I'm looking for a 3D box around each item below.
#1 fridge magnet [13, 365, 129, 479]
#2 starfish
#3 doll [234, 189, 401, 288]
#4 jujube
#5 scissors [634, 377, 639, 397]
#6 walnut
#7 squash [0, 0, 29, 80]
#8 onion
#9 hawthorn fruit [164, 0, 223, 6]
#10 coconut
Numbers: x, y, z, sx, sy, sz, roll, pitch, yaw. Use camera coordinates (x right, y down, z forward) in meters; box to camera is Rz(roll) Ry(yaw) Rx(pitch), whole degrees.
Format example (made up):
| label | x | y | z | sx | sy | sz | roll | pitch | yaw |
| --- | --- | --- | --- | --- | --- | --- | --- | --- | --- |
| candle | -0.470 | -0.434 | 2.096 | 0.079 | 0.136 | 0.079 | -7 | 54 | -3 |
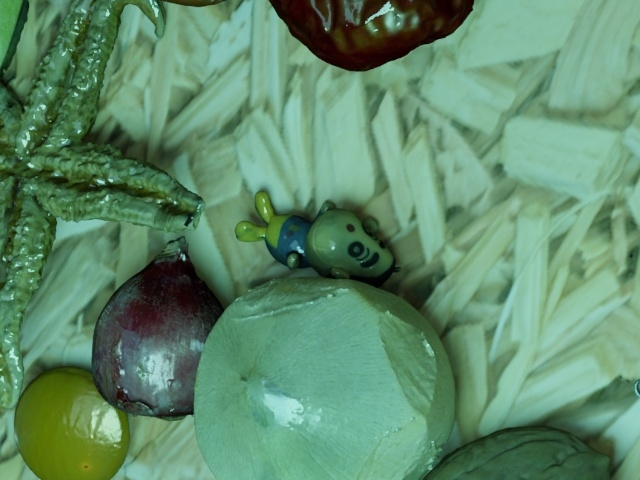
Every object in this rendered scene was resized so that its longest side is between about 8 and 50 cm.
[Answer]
| label | x | y | z | sx | sy | sz | roll | pitch | yaw |
| --- | --- | --- | --- | --- | --- | --- | --- | --- | --- |
| fridge magnet | -0.276 | 0.210 | 1.584 | 0.143 | 0.063 | 0.143 | 1 | 95 | 19 |
| starfish | -0.259 | -0.062 | 1.516 | 0.324 | 0.082 | 0.432 | -21 | 64 | 22 |
| doll | 0.000 | 0.000 | 1.480 | 0.179 | 0.102 | 0.089 | 21 | 142 | 11 |
| jujube | 0.042 | -0.289 | 1.391 | 0.213 | 0.213 | 0.232 | -24 | 91 | 17 |
| scissors | 0.350 | 0.167 | 1.419 | 0.036 | 0.006 | 0.083 | -41 | 82 | 14 |
| walnut | 0.188 | 0.275 | 1.399 | 0.230 | 0.178 | 0.178 | -36 | 83 | 10 |
| squash | -0.426 | -0.278 | 1.575 | 0.233 | 0.210 | 0.309 | 8 | 119 | 25 |
| onion | -0.162 | 0.092 | 1.494 | 0.159 | 0.159 | 0.195 | 3 | 90 | 17 |
| hawthorn fruit | -0.143 | -0.323 | 1.455 | 0.172 | 0.173 | 0.173 | 1 | 94 | 17 |
| coconut | 0.003 | 0.152 | 1.392 | 0.245 | 0.247 | 0.245 | -2 | 83 | 20 |
